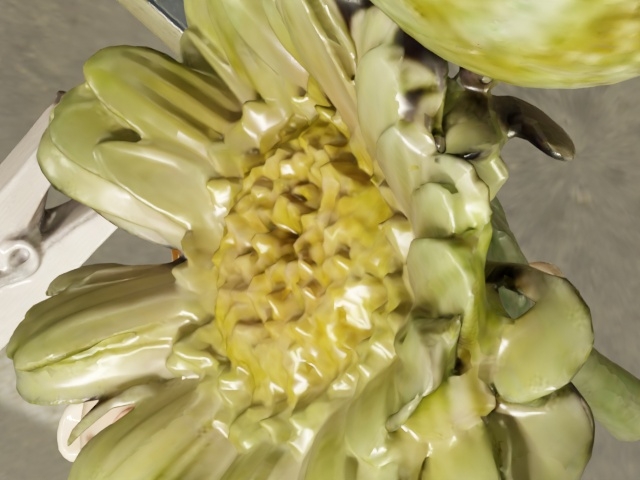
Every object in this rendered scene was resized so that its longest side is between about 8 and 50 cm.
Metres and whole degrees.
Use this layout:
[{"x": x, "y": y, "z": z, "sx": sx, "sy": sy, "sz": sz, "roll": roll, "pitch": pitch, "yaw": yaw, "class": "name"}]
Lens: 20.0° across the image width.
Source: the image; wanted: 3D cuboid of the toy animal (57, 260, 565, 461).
[{"x": -0.028, "y": 0.118, "z": 1.130, "sx": 0.345, "sy": 0.277, "sz": 0.247, "roll": -33, "pitch": 103, "yaw": 28, "class": "toy animal"}]

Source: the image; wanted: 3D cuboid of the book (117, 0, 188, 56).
[{"x": -0.012, "y": -0.204, "z": 0.999, "sx": 0.191, "sy": 0.025, "sz": 0.269, "roll": 41, "pitch": 62, "yaw": -29, "class": "book"}]

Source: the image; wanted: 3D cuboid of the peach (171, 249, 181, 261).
[{"x": 0.000, "y": 0.000, "z": 1.348, "sx": 0.214, "sy": 0.214, "sz": 0.235, "roll": -27, "pitch": 120, "yaw": 8, "class": "peach"}]

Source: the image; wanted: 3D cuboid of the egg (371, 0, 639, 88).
[{"x": 0.078, "y": -0.183, "z": 0.502, "sx": 0.238, "sy": 0.238, "sz": 0.289, "roll": 9, "pitch": 105, "yaw": 8, "class": "egg"}]

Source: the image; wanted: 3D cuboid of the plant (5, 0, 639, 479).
[{"x": 0.034, "y": 0.012, "z": 0.697, "sx": 0.297, "sy": 0.261, "sz": 0.305, "roll": 12, "pitch": 64, "yaw": -8, "class": "plant"}]

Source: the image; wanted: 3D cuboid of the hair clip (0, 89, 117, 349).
[{"x": -0.282, "y": 0.031, "z": 1.524, "sx": 0.331, "sy": 0.085, "sz": 0.101, "roll": -48, "pitch": 120, "yaw": -3, "class": "hair clip"}]
